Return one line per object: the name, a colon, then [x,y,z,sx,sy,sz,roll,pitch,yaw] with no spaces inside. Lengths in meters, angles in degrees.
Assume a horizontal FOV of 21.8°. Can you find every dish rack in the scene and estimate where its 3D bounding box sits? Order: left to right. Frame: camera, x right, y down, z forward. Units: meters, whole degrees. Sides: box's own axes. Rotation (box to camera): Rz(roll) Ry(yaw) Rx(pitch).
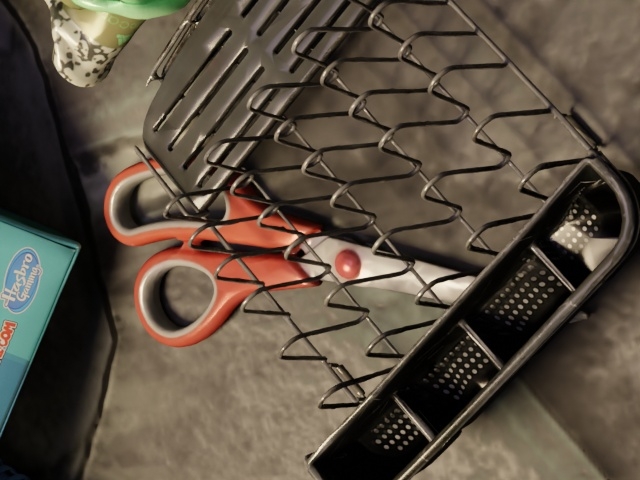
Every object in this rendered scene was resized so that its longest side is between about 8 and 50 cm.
dish rack: [0.015,-0.033,0.809,0.208,0.074,0.271,-49,67,22]

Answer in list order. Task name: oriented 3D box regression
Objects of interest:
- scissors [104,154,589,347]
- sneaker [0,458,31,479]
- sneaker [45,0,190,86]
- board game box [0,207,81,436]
scissors: [0.000,0.000,0.870,0.297,0.021,0.109,-5,95,38]
sneaker: [-0.214,0.160,1.026,0.209,0.069,0.082,1,94,37]
sneaker: [-0.086,-0.169,0.838,0.410,0.158,0.182,9,105,43]
board game box: [-0.338,0.053,0.909,0.254,0.336,0.079,-67,20,-1]
